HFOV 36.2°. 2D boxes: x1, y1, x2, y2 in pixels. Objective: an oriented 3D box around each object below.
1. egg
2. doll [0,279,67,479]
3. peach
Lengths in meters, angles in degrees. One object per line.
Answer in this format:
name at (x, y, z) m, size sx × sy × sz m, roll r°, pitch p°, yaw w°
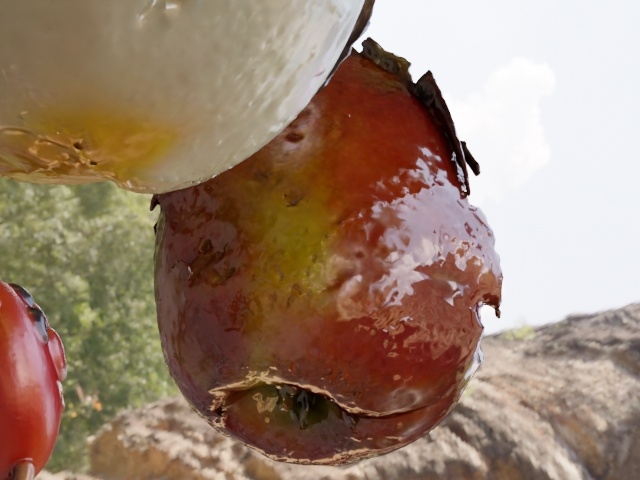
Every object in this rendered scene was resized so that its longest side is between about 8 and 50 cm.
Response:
egg at (-0.135, -0.167, 0.447) m, size 0.201 × 0.337 × 0.337 m, roll -66°, pitch 143°, yaw -72°
doll at (-0.213, 0.105, 0.615) m, size 0.183 × 0.085 × 0.217 m, roll 33°, pitch -59°, yaw 43°
peach at (0.000, 0.000, 0.999) m, size 0.339 × 0.353 × 0.417 m, roll 122°, pitch -13°, yaw -55°
